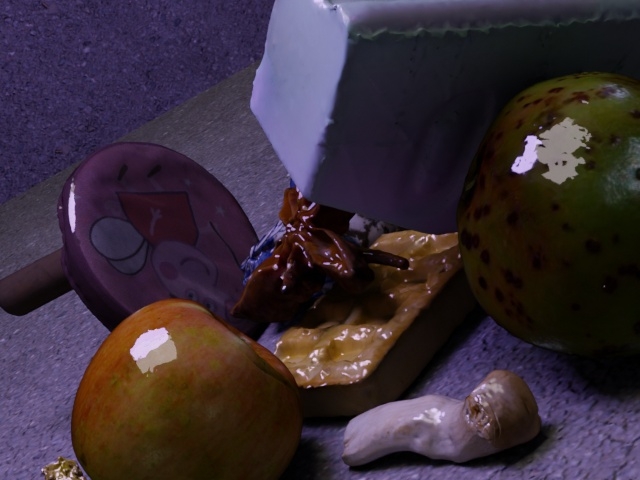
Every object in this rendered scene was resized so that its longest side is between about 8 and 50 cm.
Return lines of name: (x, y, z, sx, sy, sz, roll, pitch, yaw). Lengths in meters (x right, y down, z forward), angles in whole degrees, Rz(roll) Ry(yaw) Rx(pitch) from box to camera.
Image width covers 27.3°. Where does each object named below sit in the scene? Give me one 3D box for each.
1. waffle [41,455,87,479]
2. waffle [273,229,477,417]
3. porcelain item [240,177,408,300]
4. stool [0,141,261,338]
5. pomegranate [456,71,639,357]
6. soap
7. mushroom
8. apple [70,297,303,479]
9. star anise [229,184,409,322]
waffle: (-0.199, 0.244, 1.064, 0.051, 0.149, 0.194, 0, 8, -14)
waffle: (0.060, 0.075, 1.264, 0.168, 0.057, 0.274, -10, 26, 45)
porcelain item: (0.011, -0.020, 1.515, 0.186, 0.138, 0.288, -34, 19, 21)
stool: (-0.210, 0.041, 1.491, 0.178, 0.272, 0.272, -36, 10, 35)
pomegranate: (0.246, -0.013, 1.015, 0.285, 0.231, 0.231, 8, 32, 19)
soap: (0.169, -0.145, 1.180, 0.446, 0.261, 0.156, -8, 48, -26)
mushroom: (0.085, 0.146, 1.043, 0.202, 0.054, 0.059, -17, 22, 46)
apple: (-0.115, 0.150, 1.112, 0.196, 0.196, 0.196, -26, 17, 9)
star anise: (-0.006, 0.002, 1.291, 0.196, 0.111, 0.212, -41, 42, 27)
